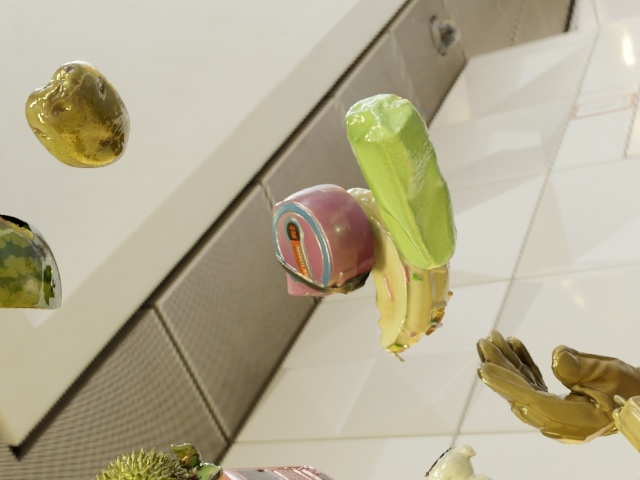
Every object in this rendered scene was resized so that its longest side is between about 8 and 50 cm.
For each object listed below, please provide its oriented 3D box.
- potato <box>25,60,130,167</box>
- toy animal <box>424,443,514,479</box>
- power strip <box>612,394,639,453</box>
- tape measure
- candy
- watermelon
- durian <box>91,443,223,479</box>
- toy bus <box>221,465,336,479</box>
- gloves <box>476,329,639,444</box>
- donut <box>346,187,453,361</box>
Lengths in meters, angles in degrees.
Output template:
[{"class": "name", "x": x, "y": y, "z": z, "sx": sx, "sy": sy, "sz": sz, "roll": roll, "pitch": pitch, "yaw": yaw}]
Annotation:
[{"class": "potato", "x": -0.409, "y": -0.208, "z": 1.564, "sx": 0.137, "sy": 0.154, "sz": 0.200, "roll": 56, "pitch": 177, "yaw": 34}, {"class": "toy animal", "x": 0.219, "y": 0.351, "z": 1.305, "sx": 0.085, "sy": 0.124, "sz": 0.071, "roll": -46, "pitch": -29, "yaw": -9}, {"class": "power strip", "x": 0.398, "y": 0.254, "z": 0.932, "sx": 0.064, "sy": 0.305, "sz": 0.044, "roll": 3, "pitch": -60, "yaw": -27}, {"class": "tape measure", "x": 0.000, "y": 0.000, "z": 1.918, "sx": 0.149, "sy": 0.245, "sz": 0.232, "roll": -21, "pitch": -75, "yaw": -34}, {"class": "candy", "x": 0.145, "y": -0.101, "z": 1.634, "sx": 0.132, "sy": 0.142, "sz": 0.343, "roll": -62, "pitch": -41, "yaw": -37}, {"class": "watermelon", "x": -0.472, "y": 0.025, "z": 1.328, "sx": 0.303, "sy": 0.159, "sz": 0.128, "roll": 15, "pitch": -96, "yaw": -63}, {"class": "durian", "x": -0.212, "y": 0.328, "z": 1.043, "sx": 0.159, "sy": 0.146, "sz": 0.198, "roll": 22, "pitch": -118, "yaw": -41}, {"class": "toy bus", "x": -0.081, "y": 0.586, "z": 1.457, "sx": 0.233, "sy": 0.203, "sz": 0.427, "roll": 10, "pitch": -90, "yaw": -27}, {"class": "gloves", "x": 0.352, "y": 0.211, "z": 1.261, "sx": 0.331, "sy": 0.154, "sz": 0.141, "roll": 9, "pitch": -89, "yaw": -22}, {"class": "donut", "x": 0.148, "y": 0.039, "z": 1.993, "sx": 0.150, "sy": 0.307, "sz": 0.371, "roll": -16, "pitch": -123, "yaw": -30}]
